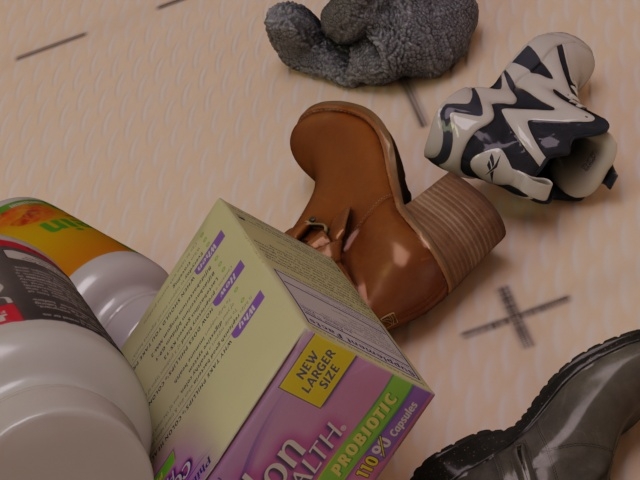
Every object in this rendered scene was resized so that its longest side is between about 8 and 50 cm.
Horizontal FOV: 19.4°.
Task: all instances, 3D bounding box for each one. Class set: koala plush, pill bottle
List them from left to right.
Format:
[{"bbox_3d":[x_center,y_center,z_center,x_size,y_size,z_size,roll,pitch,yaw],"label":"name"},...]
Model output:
[{"bbox_3d":[-0.222,0.121,1.348,0.176,0.176,0.318,-28,25,-11],"label":"pill bottle"},{"bbox_3d":[-0.206,0.061,1.619,0.136,0.136,0.246,-39,41,-24],"label":"pill bottle"},{"bbox_3d":[0.049,-0.283,1.868,0.196,0.221,0.203,-36,40,-22],"label":"koala plush"}]

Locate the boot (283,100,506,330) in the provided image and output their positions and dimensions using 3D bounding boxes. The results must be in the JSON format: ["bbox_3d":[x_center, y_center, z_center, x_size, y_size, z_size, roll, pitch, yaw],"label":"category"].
[{"bbox_3d":[0.000,0.000,1.650,0.220,0.109,0.283,-37,47,-16],"label":"boot"}]

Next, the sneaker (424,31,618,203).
[{"bbox_3d":[0.218,-0.100,1.681,0.153,0.094,0.235,33,35,23],"label":"sneaker"}]

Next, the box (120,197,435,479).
[{"bbox_3d":[-0.056,0.121,1.384,0.213,0.117,0.243,-56,27,10],"label":"box"}]

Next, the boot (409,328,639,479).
[{"bbox_3d":[0.198,0.180,1.351,0.246,0.083,0.161,-33,45,-8],"label":"boot"}]
